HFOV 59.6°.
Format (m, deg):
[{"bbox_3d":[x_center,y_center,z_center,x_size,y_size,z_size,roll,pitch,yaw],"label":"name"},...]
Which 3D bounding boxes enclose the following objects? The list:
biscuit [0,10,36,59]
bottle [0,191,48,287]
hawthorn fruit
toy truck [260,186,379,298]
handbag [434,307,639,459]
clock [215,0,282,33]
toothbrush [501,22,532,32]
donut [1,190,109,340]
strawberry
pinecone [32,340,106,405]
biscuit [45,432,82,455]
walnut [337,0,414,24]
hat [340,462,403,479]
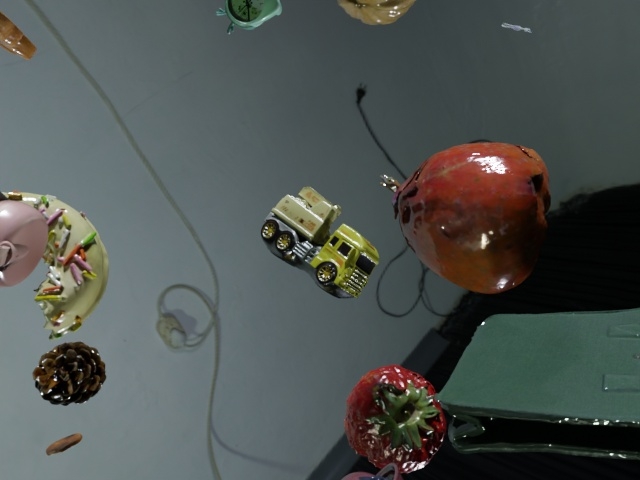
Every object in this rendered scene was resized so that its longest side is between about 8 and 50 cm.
[{"bbox_3d":[-0.590,-0.395,0.967,0.047,0.334,0.202,-49,126,-6],"label":"biscuit"},{"bbox_3d":[-0.600,-0.026,0.878,0.297,0.206,0.173,21,95,1],"label":"bottle"},{"bbox_3d":[0.250,-0.057,1.010,0.276,0.307,0.276,16,90,-75],"label":"hawthorn fruit"},{"bbox_3d":[0.000,0.000,1.795,0.254,0.405,0.180,-55,146,2],"label":"toy truck"},{"bbox_3d":[0.300,0.168,0.698,0.247,0.260,0.079,-34,109,-53],"label":"handbag"},{"bbox_3d":[-0.249,-0.793,1.889,0.211,0.066,0.159,-29,92,10],"label":"clock"},{"bbox_3d":[0.465,-0.507,1.330,0.013,0.131,0.011,17,112,-21],"label":"toothbrush"},{"bbox_3d":[-0.675,0.034,1.300,0.371,0.150,0.307,27,67,-8],"label":"donut"},{"bbox_3d":[0.172,0.451,1.411,0.257,0.277,0.257,9,63,-19],"label":"strawberry"},{"bbox_3d":[-0.710,0.377,1.569,0.184,0.204,0.179,-27,80,5],"label":"pinecone"},{"bbox_3d":[-0.671,0.536,1.463,0.091,0.078,0.015,-20,100,-11],"label":"biscuit"},{"bbox_3d":[0.127,-0.548,1.130,0.213,0.213,0.213,-3,95,-35],"label":"walnut"},{"bbox_3d":[0.047,0.413,0.837,0.089,0.205,0.205,32,70,10],"label":"hat"}]
